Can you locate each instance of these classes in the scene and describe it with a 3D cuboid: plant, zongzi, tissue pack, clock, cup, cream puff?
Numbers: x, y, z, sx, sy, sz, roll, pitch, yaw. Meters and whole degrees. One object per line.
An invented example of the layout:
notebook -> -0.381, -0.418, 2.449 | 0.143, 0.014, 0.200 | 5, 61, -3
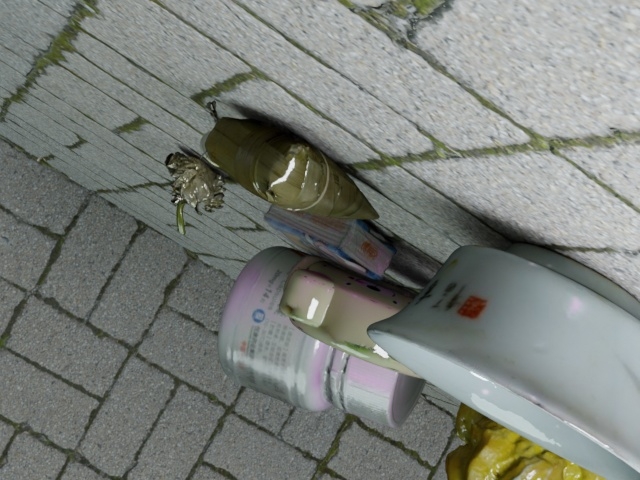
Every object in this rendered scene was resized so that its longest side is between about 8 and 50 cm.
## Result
plant -> -0.210, -0.073, 1.933 | 0.116, 0.122, 0.104 | 27, -174, -36
zongzi -> -0.040, -0.082, 1.442 | 0.178, 0.081, 0.189 | 24, -176, -44
tissue pack -> 0.013, -0.010, 1.690 | 0.155, 0.065, 0.115 | 22, 172, 41
clock -> 0.082, 0.109, 1.765 | 0.284, 0.114, 0.309 | 23, -178, 11
cup -> 0.237, 0.114, 1.294 | 0.347, 0.163, 0.347 | 30, 172, 5
cream puff -> 0.287, 0.335, 1.766 | 0.291, 0.257, 0.325 | 25, 127, 50

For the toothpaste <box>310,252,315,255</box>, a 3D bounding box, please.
toothpaste -> 0.000, 0.000, 1.908 | 0.057, 0.035, 0.197 | 21, 169, 4

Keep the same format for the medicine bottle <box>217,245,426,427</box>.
medicine bottle -> 0.015, 0.167, 2.093 | 0.324, 0.256, 0.256 | 18, 168, 22

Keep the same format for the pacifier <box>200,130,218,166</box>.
pacifier -> -0.105, -0.121, 1.529 | 0.083, 0.068, 0.064 | 15, 143, -20
